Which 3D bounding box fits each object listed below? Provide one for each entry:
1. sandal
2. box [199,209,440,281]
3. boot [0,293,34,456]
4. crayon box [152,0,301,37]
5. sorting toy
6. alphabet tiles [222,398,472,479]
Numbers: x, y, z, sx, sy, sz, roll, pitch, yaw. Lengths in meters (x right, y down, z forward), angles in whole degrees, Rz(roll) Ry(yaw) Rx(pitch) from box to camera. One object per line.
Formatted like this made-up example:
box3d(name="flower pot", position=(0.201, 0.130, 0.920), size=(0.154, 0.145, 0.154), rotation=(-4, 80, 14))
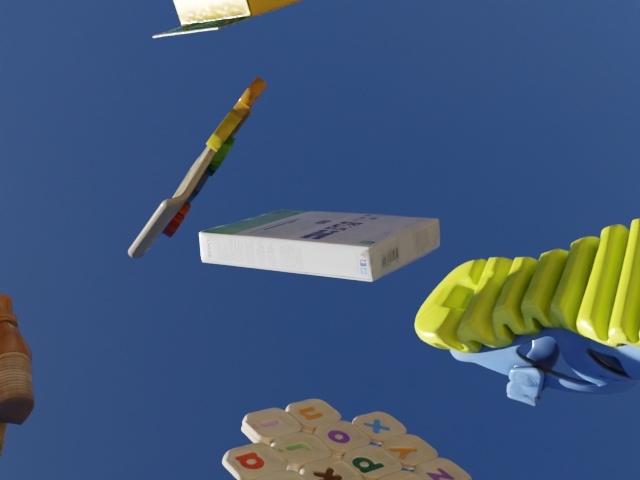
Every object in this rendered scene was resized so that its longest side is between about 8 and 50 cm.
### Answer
box3d(name="sandal", position=(0.231, 0.073, 0.638), size=(0.138, 0.317, 0.126), rotation=(47, -118, -18))
box3d(name="box", position=(0.000, 0.000, 1.236), size=(0.232, 0.322, 0.058), rotation=(-20, -68, -55))
box3d(name="boot", position=(-0.381, 0.166, 0.829), size=(0.073, 0.197, 0.152), rotation=(35, -162, -48))
box3d(name="crayon box", position=(-0.075, -0.383, 1.109), size=(0.323, 0.203, 0.083), rotation=(-29, -65, -30))
box3d(name="sorting toy", position=(-0.172, -0.103, 1.133), size=(0.041, 0.307, 0.229), rotation=(37, -126, -10))
box3d(name="alphabet tiles", position=(0.037, 0.278, 0.912), size=(0.278, 0.284, 0.021), rotation=(-2, -66, -43))
